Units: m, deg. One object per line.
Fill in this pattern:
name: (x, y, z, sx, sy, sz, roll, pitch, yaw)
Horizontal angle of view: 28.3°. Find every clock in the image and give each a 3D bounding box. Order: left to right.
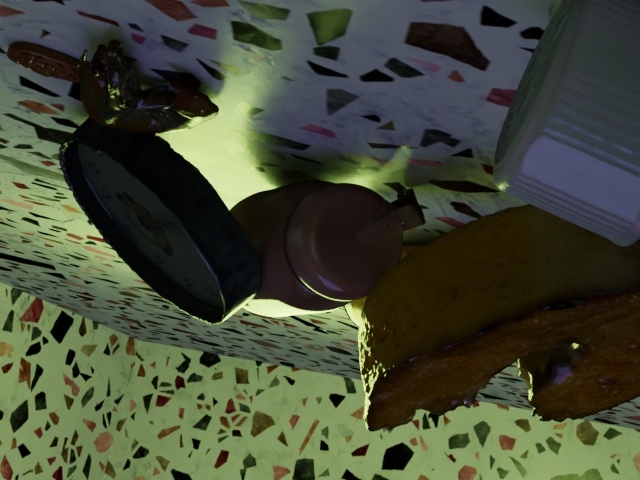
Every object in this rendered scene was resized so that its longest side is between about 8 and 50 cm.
clock: (-0.203, -0.024, 1.588, 0.312, 0.061, 0.312, 38, 157, 20)

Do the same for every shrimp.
shrimp: (-0.193, -0.156, 1.352, 0.150, 0.068, 0.248, -1, 171, 8)

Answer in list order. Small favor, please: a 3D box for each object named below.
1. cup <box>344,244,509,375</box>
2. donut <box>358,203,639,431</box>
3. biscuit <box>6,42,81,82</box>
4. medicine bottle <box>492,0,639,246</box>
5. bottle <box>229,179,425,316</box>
cup: (0.161, 0.087, 1.802, 0.196, 0.196, 0.280, 22, 172, -35)
donut: (0.258, 0.082, 1.489, 0.435, 0.163, 0.377, 6, 147, -37)
biscuit: (-0.300, -0.192, 1.395, 0.091, 0.015, 0.078, 17, 167, -17)
medicine bottle: (0.328, -0.035, 0.926, 0.395, 0.242, 0.242, 20, 168, 3)
bottle: (0.000, 0.000, 1.616, 0.206, 0.173, 0.297, -24, -176, -23)
